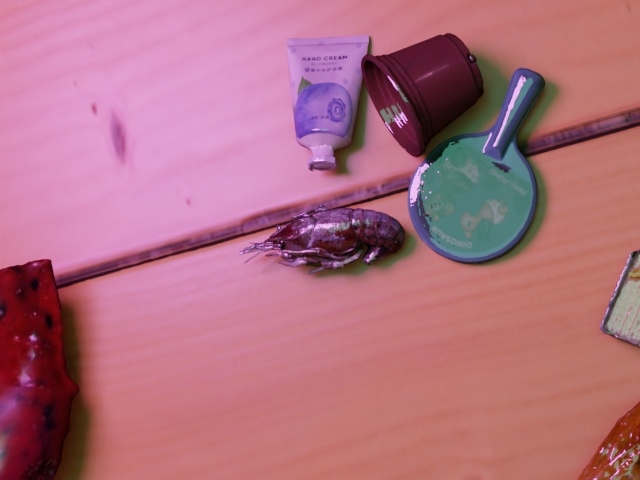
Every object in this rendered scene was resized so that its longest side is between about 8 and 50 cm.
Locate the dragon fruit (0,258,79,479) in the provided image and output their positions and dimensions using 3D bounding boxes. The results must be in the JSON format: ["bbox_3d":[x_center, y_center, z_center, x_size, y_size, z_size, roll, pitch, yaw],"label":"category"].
[{"bbox_3d":[-0.400,0.197,1.624,0.302,0.240,0.330,-17,74,26],"label":"dragon fruit"}]

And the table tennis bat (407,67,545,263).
[{"bbox_3d":[0.164,-0.074,1.658,0.124,0.033,0.201,26,94,9],"label":"table tennis bat"}]

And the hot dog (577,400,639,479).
[{"bbox_3d":[0.314,0.259,1.556,0.175,0.114,0.259,35,90,12],"label":"hot dog"}]

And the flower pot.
[{"bbox_3d":[0.104,-0.150,1.647,0.089,0.111,0.111,-30,80,-10],"label":"flower pot"}]

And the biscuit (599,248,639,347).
[{"bbox_3d":[0.401,0.069,1.594,0.250,0.046,0.147,21,89,10],"label":"biscuit"}]

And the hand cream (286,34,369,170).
[{"bbox_3d":[0.004,-0.138,1.685,0.084,0.053,0.142,-1,74,10],"label":"hand cream"}]

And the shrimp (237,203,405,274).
[{"bbox_3d":[0.000,0.000,1.665,0.165,0.065,0.056,-9,51,14],"label":"shrimp"}]
